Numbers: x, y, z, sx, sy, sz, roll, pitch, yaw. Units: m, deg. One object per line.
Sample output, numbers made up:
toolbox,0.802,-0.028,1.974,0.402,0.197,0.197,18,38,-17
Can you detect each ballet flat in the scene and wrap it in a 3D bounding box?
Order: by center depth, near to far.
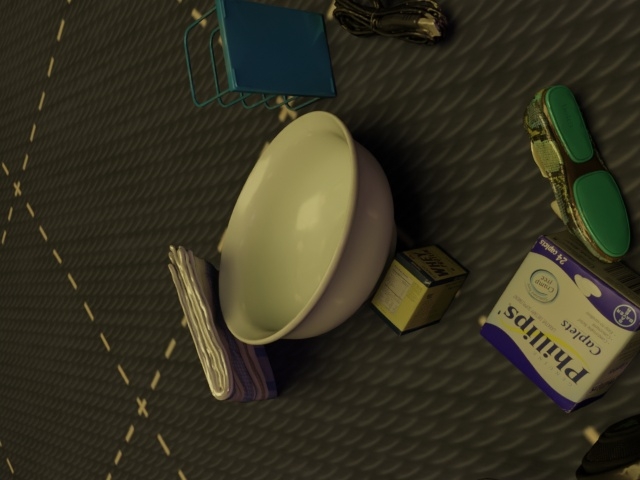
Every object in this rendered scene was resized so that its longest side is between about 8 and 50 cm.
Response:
ballet flat,0.255,-0.063,0.701,0.070,0.070,0.188,-24,76,44

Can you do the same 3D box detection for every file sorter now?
file sorter,-0.083,-0.241,0.933,0.105,0.170,0.118,-12,86,49

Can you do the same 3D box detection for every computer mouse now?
computer mouse,0.052,-0.354,0.786,0.189,0.072,0.272,26,136,44

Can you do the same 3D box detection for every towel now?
towel,-0.126,0.127,0.977,0.034,0.285,0.209,-23,74,4

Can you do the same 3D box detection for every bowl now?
bowl,0.000,0.000,0.867,0.298,0.134,0.297,-35,44,43

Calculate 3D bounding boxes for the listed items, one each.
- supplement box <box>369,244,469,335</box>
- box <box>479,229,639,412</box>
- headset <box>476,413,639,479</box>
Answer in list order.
supplement box,0.117,0.058,0.825,0.056,0.083,0.083,43,123,30
box,0.254,0.080,0.698,0.126,0.072,0.137,45,126,33
headset,0.293,0.276,0.604,0.394,0.185,0.243,-7,89,34
